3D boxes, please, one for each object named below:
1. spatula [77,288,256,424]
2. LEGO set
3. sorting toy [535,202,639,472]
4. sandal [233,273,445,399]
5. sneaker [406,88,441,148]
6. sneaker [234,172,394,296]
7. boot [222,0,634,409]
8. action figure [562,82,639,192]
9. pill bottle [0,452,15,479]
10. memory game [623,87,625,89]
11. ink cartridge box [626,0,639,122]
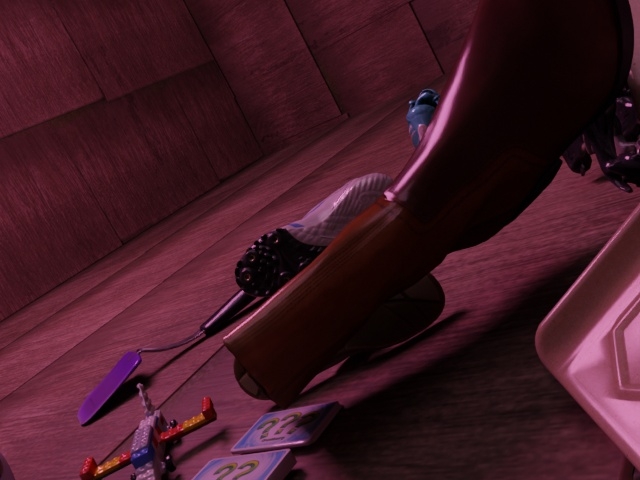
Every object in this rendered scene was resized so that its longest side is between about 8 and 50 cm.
[{"bbox_3d":[-0.164,0.114,0.824,0.296,0.030,0.084,-33,13,-23],"label":"spatula"},{"bbox_3d":[-0.127,0.163,0.487,0.244,0.060,0.182,-19,11,36],"label":"LEGO set"},{"bbox_3d":[0.190,0.021,0.257,0.193,0.038,0.208,-54,17,10],"label":"sorting toy"},{"bbox_3d":[0.014,0.072,0.561,0.180,0.072,0.049,-29,-15,2],"label":"sandal"},{"bbox_3d":[0.209,-0.216,1.201,0.107,0.110,0.275,-23,12,22],"label":"sneaker"},{"bbox_3d":[0.000,0.000,0.859,0.237,0.085,0.086,-33,-12,-14],"label":"sneaker"},{"bbox_3d":[0.046,-0.029,0.427,0.280,0.096,0.264,-37,-17,-16],"label":"boot"},{"bbox_3d":[0.277,-0.112,0.560,0.163,0.141,0.276,-16,11,1],"label":"action figure"},{"bbox_3d":[-0.252,0.204,0.339,0.153,0.153,0.264,-29,15,-7],"label":"pill bottle"},{"bbox_3d":[0.392,-0.204,0.916,0.186,0.012,0.186,-25,3,1],"label":"memory game"},{"bbox_3d":[0.298,-0.100,0.369,0.234,0.088,0.193,-21,50,30],"label":"ink cartridge box"}]
